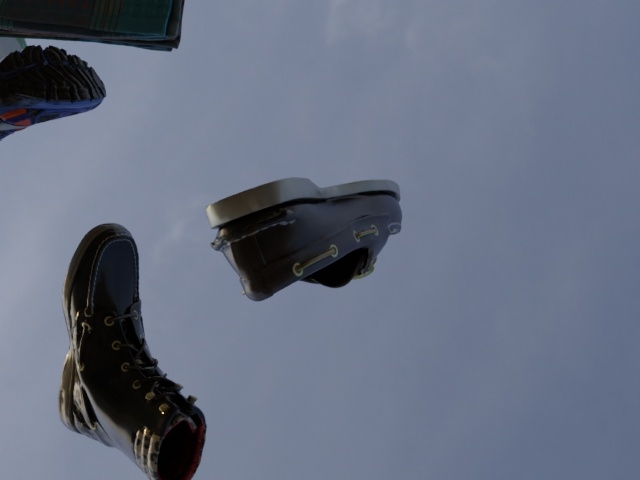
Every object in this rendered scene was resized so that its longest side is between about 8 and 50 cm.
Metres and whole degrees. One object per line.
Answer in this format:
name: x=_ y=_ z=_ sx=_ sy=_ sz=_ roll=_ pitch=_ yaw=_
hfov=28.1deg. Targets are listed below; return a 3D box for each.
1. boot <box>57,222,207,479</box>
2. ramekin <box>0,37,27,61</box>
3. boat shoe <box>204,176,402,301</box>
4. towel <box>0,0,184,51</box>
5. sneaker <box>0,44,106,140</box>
boot: x=-0.179 y=0.117 z=1.269 sx=0.178 sy=0.085 sz=0.237 roll=27 pitch=-64 yaw=41
ramekin: x=-0.579 y=-0.273 z=1.898 sx=0.303 sy=0.303 sz=0.148 roll=-36 pitch=-130 yaw=3
boat shoe: x=0.000 y=0.000 z=0.861 sx=0.081 sy=0.227 sz=0.069 roll=-21 pitch=-97 yaw=26
towel: x=-0.296 y=-0.435 z=1.649 sx=0.271 sy=0.040 sz=0.370 roll=5 pitch=-98 yaw=5
sneaker: x=-0.339 y=-0.151 z=1.381 sx=0.221 sy=0.087 sz=0.083 roll=-11 pitch=-116 yaw=-30
